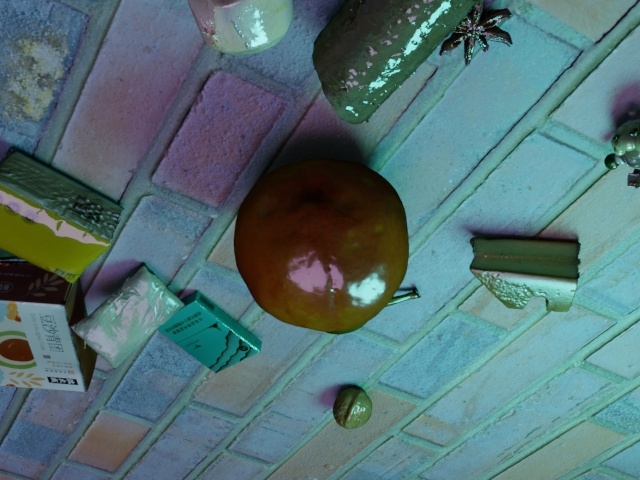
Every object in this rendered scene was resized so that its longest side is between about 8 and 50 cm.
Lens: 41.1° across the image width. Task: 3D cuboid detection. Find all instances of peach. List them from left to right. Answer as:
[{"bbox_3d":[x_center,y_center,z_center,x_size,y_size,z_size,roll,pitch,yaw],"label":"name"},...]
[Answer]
[{"bbox_3d":[0.000,0.000,1.623,0.343,0.343,0.302,1,154,4],"label":"peach"}]

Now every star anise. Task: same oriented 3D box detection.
[{"bbox_3d":[0.252,-0.358,1.419,0.141,0.042,0.141,4,140,3],"label":"star anise"}]

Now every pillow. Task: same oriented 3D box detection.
[{"bbox_3d":[-0.441,0.174,1.962,0.229,0.050,0.148,-42,109,2],"label":"pillow"}]

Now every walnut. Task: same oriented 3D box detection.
[{"bbox_3d":[0.085,0.440,2.243,0.105,0.105,0.124,11,128,-6],"label":"walnut"}]

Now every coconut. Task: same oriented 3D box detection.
[{"bbox_3d":[-0.131,-0.386,1.332,0.171,0.171,0.183,-7,141,12],"label":"coconut"}]

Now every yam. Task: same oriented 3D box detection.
[{"bbox_3d":[0.106,-0.335,1.370,0.168,0.168,0.304,28,133,-23],"label":"yam"}]

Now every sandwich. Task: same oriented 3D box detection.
[{"bbox_3d":[0.424,0.066,1.802,0.235,0.122,0.128,6,133,2],"label":"sandwich"}]

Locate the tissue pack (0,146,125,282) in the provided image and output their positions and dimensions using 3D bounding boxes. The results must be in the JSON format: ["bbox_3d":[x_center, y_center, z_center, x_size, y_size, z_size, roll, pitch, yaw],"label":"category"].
[{"bbox_3d":[-0.573,-0.044,1.759,0.271,0.134,0.192,30,132,-24],"label":"tissue pack"}]

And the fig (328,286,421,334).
[{"bbox_3d":[0.090,0.128,1.922,0.259,0.151,0.151,-6,144,-30],"label":"fig"}]

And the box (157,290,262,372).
[{"bbox_3d":[-0.277,0.227,2.082,0.161,0.042,0.226,-28,124,31],"label":"box"}]

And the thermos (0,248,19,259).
[{"bbox_3d":[-0.711,0.010,1.869,0.187,0.073,0.083,-5,104,10],"label":"thermos"}]

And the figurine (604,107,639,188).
[{"bbox_3d":[0.598,-0.154,1.568,0.147,0.093,0.197,-11,137,32],"label":"figurine"}]

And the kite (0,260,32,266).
[{"bbox_3d":[-0.716,0.053,1.884,0.232,0.009,0.189,-3,-177,-44],"label":"kite"}]

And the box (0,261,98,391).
[{"bbox_3d":[-0.760,0.207,2.050,0.385,0.122,0.344,4,136,0],"label":"box"}]
